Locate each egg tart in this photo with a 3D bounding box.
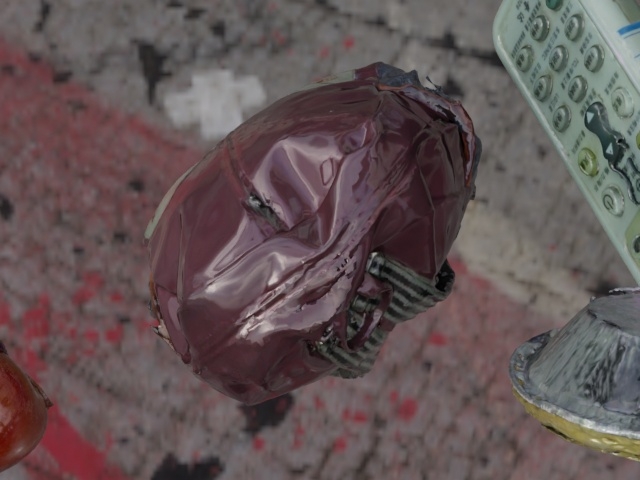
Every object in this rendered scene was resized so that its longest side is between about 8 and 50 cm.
[{"bbox_3d":[0.257,0.095,1.371,0.234,0.094,0.234,5,15,-1],"label":"egg tart"}]

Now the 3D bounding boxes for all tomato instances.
[{"bbox_3d":[-0.343,0.159,1.713,0.167,0.167,0.167,1,49,-2],"label":"tomato"}]

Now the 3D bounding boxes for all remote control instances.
[{"bbox_3d":[0.225,-0.065,1.257,0.065,0.128,0.335,-11,58,-27],"label":"remote control"}]

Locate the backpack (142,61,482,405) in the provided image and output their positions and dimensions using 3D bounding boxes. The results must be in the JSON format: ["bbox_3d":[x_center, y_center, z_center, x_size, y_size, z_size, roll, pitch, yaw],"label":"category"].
[{"bbox_3d":[0.000,0.000,1.320,0.283,0.317,0.197,-44,99,5],"label":"backpack"}]
